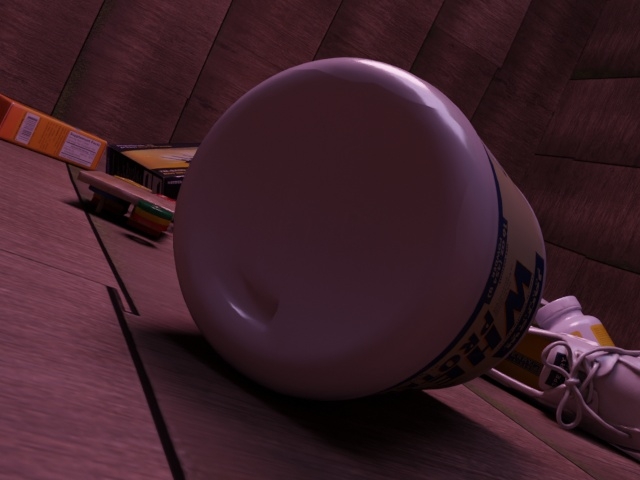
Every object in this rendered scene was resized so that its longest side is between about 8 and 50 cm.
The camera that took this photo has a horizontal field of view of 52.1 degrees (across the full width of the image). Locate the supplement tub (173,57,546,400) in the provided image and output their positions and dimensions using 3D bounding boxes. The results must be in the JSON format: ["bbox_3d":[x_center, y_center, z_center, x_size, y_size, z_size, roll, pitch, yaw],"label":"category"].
[{"bbox_3d":[0.060,0.012,0.562,0.235,0.235,0.325,26,3,28],"label":"supplement tub"}]

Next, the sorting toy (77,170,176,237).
[{"bbox_3d":[-0.266,-0.050,0.920,0.132,0.046,0.274,24,3,-9],"label":"sorting toy"}]

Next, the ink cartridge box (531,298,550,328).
[{"bbox_3d":[0.400,0.125,1.417,0.209,0.062,0.109,17,15,-39],"label":"ink cartridge box"}]

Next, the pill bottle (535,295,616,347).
[{"bbox_3d":[0.421,0.186,1.052,0.103,0.103,0.184,22,41,-54],"label":"pill bottle"}]

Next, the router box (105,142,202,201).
[{"bbox_3d":[-0.231,-0.129,1.302,0.309,0.081,0.243,-9,25,-40],"label":"router box"}]

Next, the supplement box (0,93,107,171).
[{"bbox_3d":[-0.551,-0.213,1.320,0.078,0.080,0.233,29,2,31],"label":"supplement box"}]

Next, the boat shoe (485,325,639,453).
[{"bbox_3d":[0.350,0.187,0.915,0.367,0.135,0.156,23,0,44],"label":"boat shoe"}]
